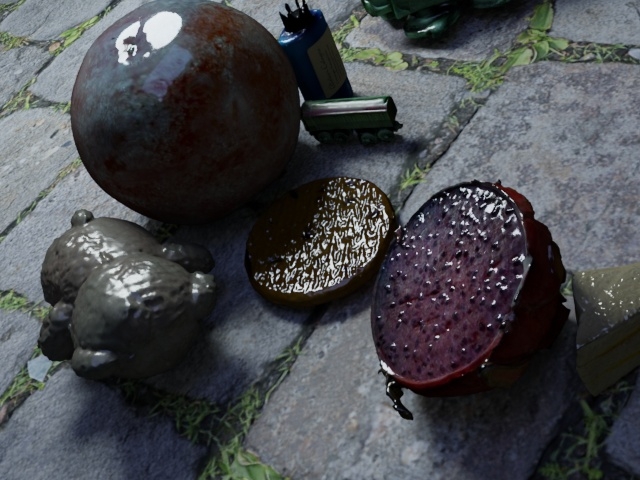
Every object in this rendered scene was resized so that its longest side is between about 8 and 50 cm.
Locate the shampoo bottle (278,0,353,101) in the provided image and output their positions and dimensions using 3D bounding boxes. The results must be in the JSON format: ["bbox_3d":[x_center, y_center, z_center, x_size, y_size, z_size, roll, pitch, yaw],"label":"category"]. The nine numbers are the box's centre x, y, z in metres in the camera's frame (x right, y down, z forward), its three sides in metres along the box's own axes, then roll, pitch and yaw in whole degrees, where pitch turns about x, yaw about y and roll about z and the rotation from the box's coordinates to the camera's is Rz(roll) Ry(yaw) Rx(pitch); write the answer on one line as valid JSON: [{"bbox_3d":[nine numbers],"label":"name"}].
[{"bbox_3d":[-0.009,-0.266,1.186,0.050,0.183,0.087,19,58,40],"label":"shampoo bottle"}]

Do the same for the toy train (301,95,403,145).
[{"bbox_3d":[0.044,-0.169,1.146,0.147,0.071,0.038,1,48,27],"label":"toy train"}]

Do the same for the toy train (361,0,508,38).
[{"bbox_3d":[0.199,-0.447,1.292,0.298,0.167,0.238,-20,32,5],"label":"toy train"}]

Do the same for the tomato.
[{"bbox_3d":[-0.183,-0.178,1.125,0.316,0.283,0.317,-11,56,17],"label":"tomato"}]

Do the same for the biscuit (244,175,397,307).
[{"bbox_3d":[0.000,0.000,1.027,0.212,0.036,0.212,-14,45,14],"label":"biscuit"}]

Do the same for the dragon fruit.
[{"bbox_3d":[0.170,0.066,0.821,0.218,0.148,0.224,-37,43,36],"label":"dragon fruit"}]

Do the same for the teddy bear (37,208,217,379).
[{"bbox_3d":[-0.237,0.068,0.991,0.236,0.151,0.267,-34,45,-20],"label":"teddy bear"}]

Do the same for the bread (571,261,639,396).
[{"bbox_3d":[0.315,0.076,0.763,0.152,0.077,0.105,-12,40,20],"label":"bread"}]
